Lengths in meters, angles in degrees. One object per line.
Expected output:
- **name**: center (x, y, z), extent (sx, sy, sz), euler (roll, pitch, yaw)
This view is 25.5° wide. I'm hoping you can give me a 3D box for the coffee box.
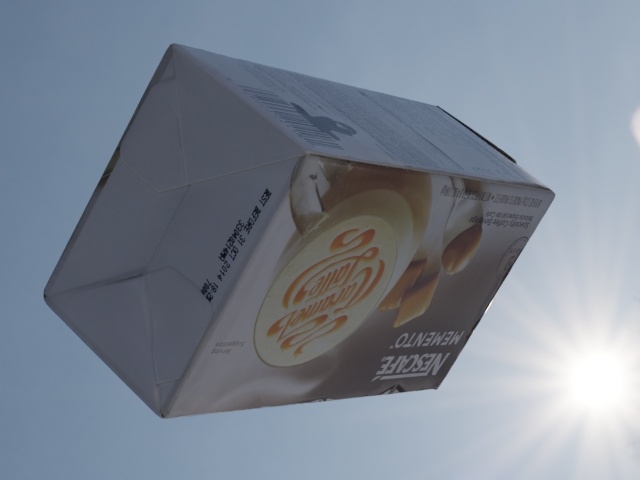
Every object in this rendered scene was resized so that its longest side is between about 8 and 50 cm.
- **coffee box**: center (0.000, 0.000, 0.719), extent (0.246, 0.098, 0.141), euler (5, -60, -57)
